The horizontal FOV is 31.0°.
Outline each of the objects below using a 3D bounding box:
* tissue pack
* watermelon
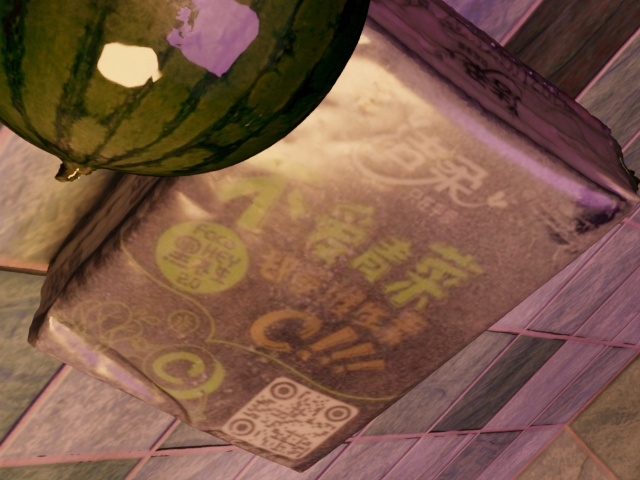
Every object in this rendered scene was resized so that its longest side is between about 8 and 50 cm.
[{"bbox_3d":[0.000,0.000,0.886,0.288,0.124,0.394,30,125,-24],"label":"tissue pack"},{"bbox_3d":[-0.089,-0.151,0.621,0.242,0.242,0.242,-32,152,-19],"label":"watermelon"}]
